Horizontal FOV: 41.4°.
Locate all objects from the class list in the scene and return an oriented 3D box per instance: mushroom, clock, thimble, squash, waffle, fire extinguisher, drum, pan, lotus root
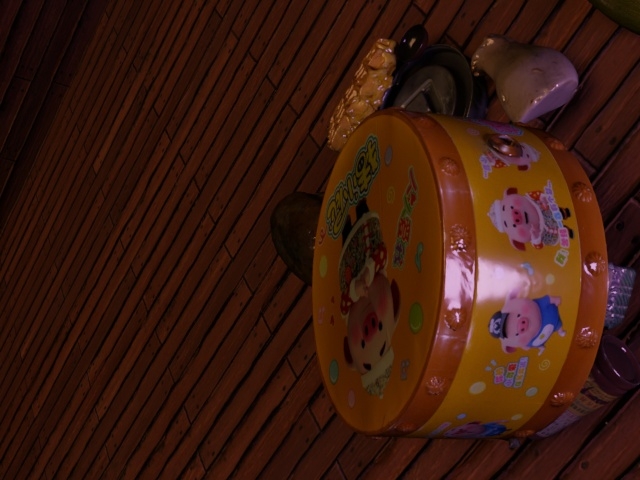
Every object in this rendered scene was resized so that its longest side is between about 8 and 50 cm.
[{"bbox_3d":[0.297,-0.253,1.251,0.116,0.093,0.225,-33,43,11],"label":"mushroom"},{"bbox_3d":[0.184,-0.216,1.427,0.226,0.049,0.226,-22,61,48],"label":"clock"},{"bbox_3d":[0.331,0.061,1.093,0.135,0.118,0.090,16,96,48],"label":"thimble"},{"bbox_3d":[0.402,-0.351,1.163,0.071,0.080,0.318,-38,46,17],"label":"squash"},{"bbox_3d":[0.079,-0.263,1.514,0.211,0.055,0.160,-60,11,20],"label":"waffle"},{"bbox_3d":[0.303,0.206,1.130,0.252,0.075,0.106,-44,19,36],"label":"fire extinguisher"},{"bbox_3d":[0.153,0.043,1.084,0.431,0.214,0.431,-176,90,-71],"label":"drum"},{"bbox_3d":[0.153,-0.311,1.438,0.068,0.023,0.115,4,72,58],"label":"pan"},{"bbox_3d":[0.000,0.000,1.494,0.275,0.152,0.160,-135,38,-63],"label":"lotus root"}]

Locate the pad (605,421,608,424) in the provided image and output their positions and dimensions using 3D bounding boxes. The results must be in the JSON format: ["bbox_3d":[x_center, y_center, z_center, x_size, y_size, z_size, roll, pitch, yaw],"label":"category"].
[{"bbox_3d":[0.484,0.157,0.916,0.323,0.055,0.250,-41,47,13],"label":"pad"}]
